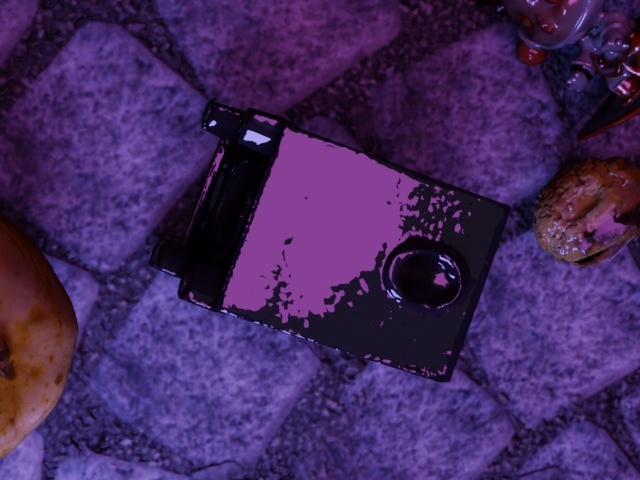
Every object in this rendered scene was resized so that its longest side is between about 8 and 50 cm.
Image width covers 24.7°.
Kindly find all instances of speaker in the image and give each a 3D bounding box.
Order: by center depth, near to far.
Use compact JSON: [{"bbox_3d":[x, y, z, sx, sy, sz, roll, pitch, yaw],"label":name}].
[{"bbox_3d":[0.000,0.000,1.340,0.254,0.232,0.184,19,92,-17],"label":"speaker"}]

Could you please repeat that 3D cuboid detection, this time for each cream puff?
[{"bbox_3d":[0.271,-0.029,1.469,0.133,0.119,0.104,-21,82,-22],"label":"cream puff"}]

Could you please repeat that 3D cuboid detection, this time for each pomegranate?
[{"bbox_3d":[-0.328,0.078,1.268,0.248,0.248,0.248,-2,99,-14],"label":"pomegranate"}]

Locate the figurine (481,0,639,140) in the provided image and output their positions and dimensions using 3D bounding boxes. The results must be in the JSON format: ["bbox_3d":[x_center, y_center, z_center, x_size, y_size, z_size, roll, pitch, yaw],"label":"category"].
[{"bbox_3d":[0.241,-0.238,1.409,0.226,0.183,0.160,41,78,-4],"label":"figurine"}]
